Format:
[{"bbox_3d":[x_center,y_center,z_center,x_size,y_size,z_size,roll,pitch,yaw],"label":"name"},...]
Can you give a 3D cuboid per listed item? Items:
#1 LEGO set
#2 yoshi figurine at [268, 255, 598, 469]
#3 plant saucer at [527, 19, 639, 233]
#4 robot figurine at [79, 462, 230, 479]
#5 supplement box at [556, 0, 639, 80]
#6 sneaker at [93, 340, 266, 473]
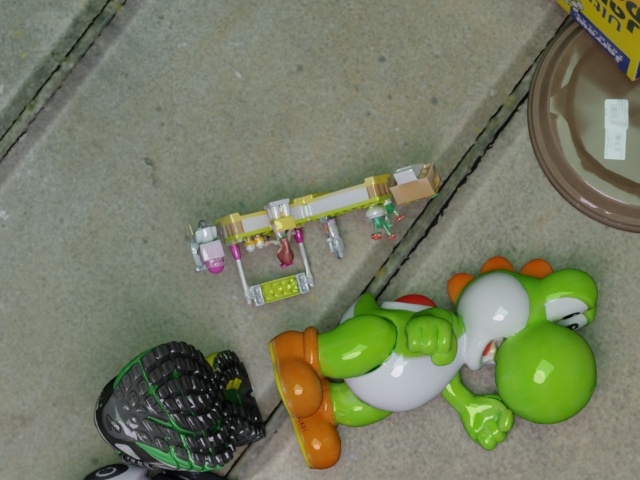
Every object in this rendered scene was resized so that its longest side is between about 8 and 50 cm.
[{"bbox_3d":[0.000,0.000,1.905,0.287,0.132,0.107,-15,89,-5],"label":"LEGO set"},{"bbox_3d":[0.142,0.145,1.845,0.362,0.203,0.203,-19,96,-2],"label":"yoshi figurine"},{"bbox_3d":[0.373,-0.147,1.944,0.278,0.041,0.278,0,82,3],"label":"plant saucer"},{"bbox_3d":[-0.154,0.345,1.826,0.278,0.209,0.173,24,96,7],"label":"robot figurine"},{"bbox_3d":[0.415,-0.380,1.874,0.356,0.195,0.194,-40,74,-9],"label":"supplement box"},{"bbox_3d":[-0.162,0.193,1.772,0.146,0.343,0.134,-24,79,8],"label":"sneaker"}]
